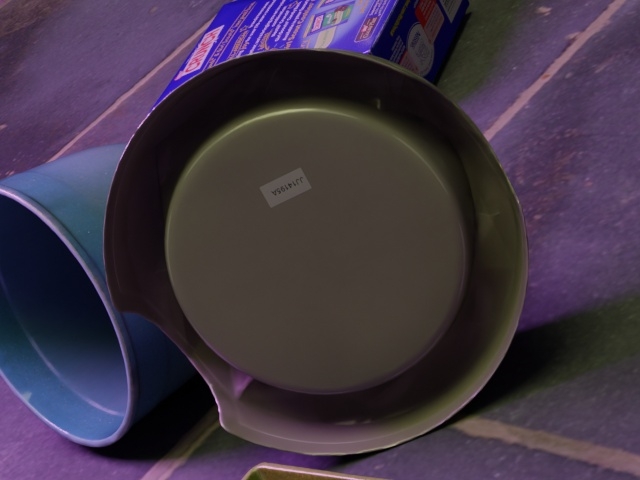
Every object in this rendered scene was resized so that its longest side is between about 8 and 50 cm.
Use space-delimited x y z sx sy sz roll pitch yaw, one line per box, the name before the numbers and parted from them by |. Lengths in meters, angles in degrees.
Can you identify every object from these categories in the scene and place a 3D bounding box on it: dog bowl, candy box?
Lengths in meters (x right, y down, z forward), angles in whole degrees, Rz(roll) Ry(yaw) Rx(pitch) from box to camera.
dog bowl | 0.000 0.000 1.369 0.348 0.349 0.102 -23 14 15
candy box | -0.012 -0.214 1.975 0.317 0.122 0.268 -12 33 31

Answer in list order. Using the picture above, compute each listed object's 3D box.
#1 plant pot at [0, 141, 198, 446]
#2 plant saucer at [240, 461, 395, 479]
plant pot | -0.178 0.022 1.614 0.255 0.272 0.271 -31 22 -36
plant saucer | -0.029 0.259 1.261 0.188 0.045 0.188 0 40 45
